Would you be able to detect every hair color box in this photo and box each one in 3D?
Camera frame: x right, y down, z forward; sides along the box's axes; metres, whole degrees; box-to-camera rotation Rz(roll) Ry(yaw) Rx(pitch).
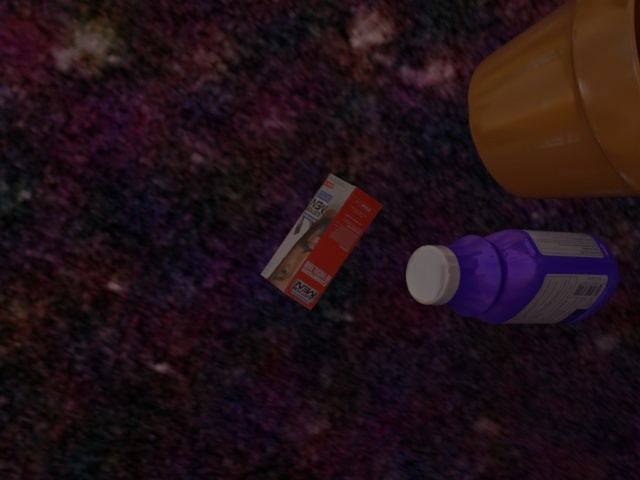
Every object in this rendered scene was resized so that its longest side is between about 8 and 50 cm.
[{"bbox_3d":[0.000,0.000,1.955,0.167,0.053,0.093,-57,26,-1],"label":"hair color box"}]

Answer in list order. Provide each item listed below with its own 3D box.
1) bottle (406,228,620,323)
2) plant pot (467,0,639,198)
[{"bbox_3d":[0.221,0.042,1.713,0.118,0.282,0.092,-50,53,36],"label":"bottle"},{"bbox_3d":[0.229,-0.116,1.193,0.188,0.205,0.205,-15,67,43],"label":"plant pot"}]
